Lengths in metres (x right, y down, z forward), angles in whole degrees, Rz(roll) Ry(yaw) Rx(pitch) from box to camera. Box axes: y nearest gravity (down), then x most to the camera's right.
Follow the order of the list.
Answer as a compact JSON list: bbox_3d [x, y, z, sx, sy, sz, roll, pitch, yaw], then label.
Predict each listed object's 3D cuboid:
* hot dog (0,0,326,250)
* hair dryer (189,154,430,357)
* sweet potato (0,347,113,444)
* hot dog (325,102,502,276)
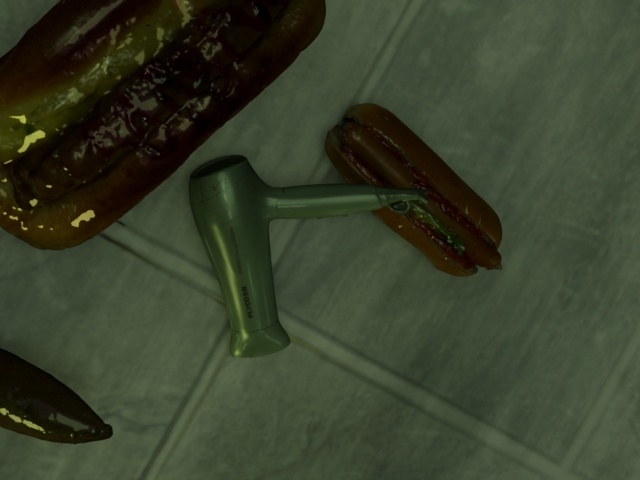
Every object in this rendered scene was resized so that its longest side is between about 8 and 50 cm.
[{"bbox_3d":[-0.167,-0.164,1.688,0.405,0.223,0.185,-42,100,-7],"label":"hot dog"},{"bbox_3d":[0.000,0.000,1.813,0.237,0.075,0.206,-14,107,2],"label":"hair dryer"},{"bbox_3d":[-0.369,0.126,1.739,0.346,0.108,0.079,17,81,-15],"label":"sweet potato"},{"bbox_3d":[0.104,-0.046,1.853,0.235,0.062,0.092,39,84,-16],"label":"hot dog"}]
